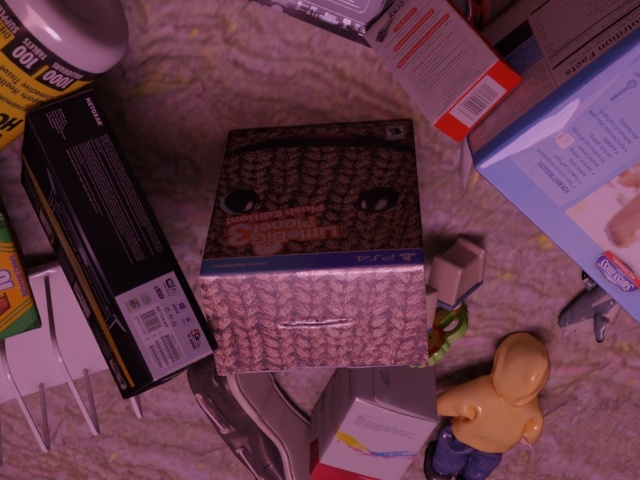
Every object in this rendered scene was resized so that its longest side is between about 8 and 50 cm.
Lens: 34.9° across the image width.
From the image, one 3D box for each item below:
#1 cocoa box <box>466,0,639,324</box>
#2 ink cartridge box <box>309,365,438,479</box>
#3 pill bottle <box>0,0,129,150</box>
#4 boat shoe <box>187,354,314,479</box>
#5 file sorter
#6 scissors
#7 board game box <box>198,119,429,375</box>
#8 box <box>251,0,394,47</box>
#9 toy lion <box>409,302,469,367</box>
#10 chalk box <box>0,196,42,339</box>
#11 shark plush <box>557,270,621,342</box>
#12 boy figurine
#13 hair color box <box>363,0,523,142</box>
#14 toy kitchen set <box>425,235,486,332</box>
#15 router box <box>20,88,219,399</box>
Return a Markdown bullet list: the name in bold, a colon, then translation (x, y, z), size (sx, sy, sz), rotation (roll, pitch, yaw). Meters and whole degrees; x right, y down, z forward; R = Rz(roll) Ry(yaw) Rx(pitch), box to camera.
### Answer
- **cocoa box**: translation (0.340, -0.103, 1.104), size (0.231, 0.228, 0.347), rotation (-38, 120, 24)
- **ink cartridge box**: translation (0.073, 0.252, 1.453), size (0.127, 0.128, 0.176), rotation (18, 126, -11)
- **pill bottle**: translation (-0.386, -0.185, 1.101), size (0.334, 0.188, 0.188), rotation (-32, 119, 21)
- **boat shoe**: translation (-0.083, 0.290, 1.511), size (0.096, 0.112, 0.335), rotation (-10, 122, 31)
- **file sorter**: translation (-0.388, 0.170, 1.335), size (0.278, 0.173, 0.192), rotation (-18, 127, -9)
- **scissors**: translation (0.192, -0.188, 1.187), size (0.109, 0.021, 0.297), rotation (-10, 124, 8)
- **board game box**: translation (0.000, 0.000, 1.167), size (0.232, 0.291, 0.141), rotation (-3, 126, 4)
- **box**: translation (-0.013, -0.328, 1.069), size (0.231, 0.056, 0.183), rotation (18, 125, -13)
- **toy lion**: translation (0.153, 0.129, 1.378), size (0.100, 0.096, 0.034), rotation (-23, 123, 17)
- **chalk box**: translation (-0.510, 0.036, 1.221), size (0.289, 0.179, 0.180), rotation (-20, 129, -14)
- **shark plush**: translation (0.371, 0.066, 1.353), size (0.067, 0.073, 0.161), rotation (28, 134, 19)
- **boy figurine**: translation (0.239, 0.248, 1.468), size (0.177, 0.092, 0.285), rotation (15, 125, -9)
- **hair color box**: translation (0.123, -0.190, 1.050), size (0.093, 0.167, 0.053), rotation (-45, 139, 18)
- **toy kitchen set**: translation (0.085, 0.048, 1.344), size (0.207, 0.166, 0.122), rotation (28, 132, 28)
- **router box**: translation (-0.236, 0.018, 1.146), size (0.081, 0.243, 0.308), rotation (-25, 86, -22)
